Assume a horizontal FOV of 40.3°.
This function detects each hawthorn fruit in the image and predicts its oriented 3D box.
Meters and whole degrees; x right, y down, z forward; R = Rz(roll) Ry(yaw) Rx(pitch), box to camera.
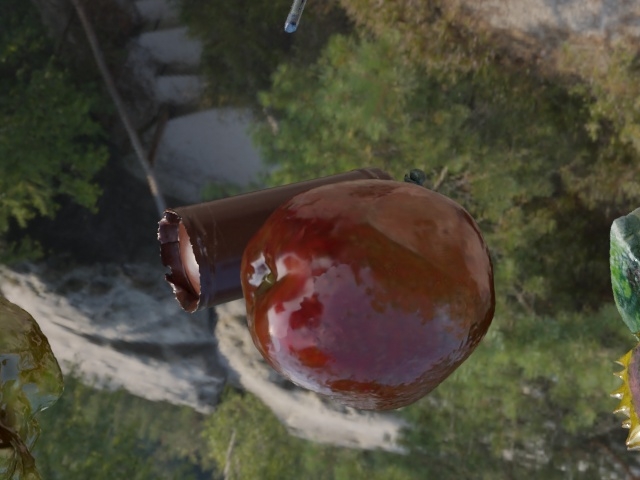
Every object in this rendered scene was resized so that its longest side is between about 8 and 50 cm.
[{"bbox_3d":[0.023,0.026,0.487,0.137,0.133,0.132,2,166,-39],"label":"hawthorn fruit"}]

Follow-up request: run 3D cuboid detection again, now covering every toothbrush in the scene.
[{"bbox_3d":[-0.015,-0.326,1.082,0.016,0.220,0.019,7,139,7],"label":"toothbrush"}]

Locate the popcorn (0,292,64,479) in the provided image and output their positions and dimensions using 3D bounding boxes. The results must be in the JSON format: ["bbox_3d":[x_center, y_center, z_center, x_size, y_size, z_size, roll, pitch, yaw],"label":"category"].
[{"bbox_3d":[-0.320,0.136,0.598,0.282,0.282,0.247,32,123,-29],"label":"popcorn"}]

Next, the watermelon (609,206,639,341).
[{"bbox_3d":[0.496,0.047,1.059,0.151,0.302,0.264,27,-164,-42],"label":"watermelon"}]

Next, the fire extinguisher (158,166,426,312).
[{"bbox_3d":[0.000,0.000,0.935,0.336,0.106,0.147,-13,140,-28],"label":"fire extinguisher"}]

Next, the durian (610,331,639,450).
[{"bbox_3d":[0.310,0.150,0.662,0.186,0.260,0.154,22,118,10],"label":"durian"}]
